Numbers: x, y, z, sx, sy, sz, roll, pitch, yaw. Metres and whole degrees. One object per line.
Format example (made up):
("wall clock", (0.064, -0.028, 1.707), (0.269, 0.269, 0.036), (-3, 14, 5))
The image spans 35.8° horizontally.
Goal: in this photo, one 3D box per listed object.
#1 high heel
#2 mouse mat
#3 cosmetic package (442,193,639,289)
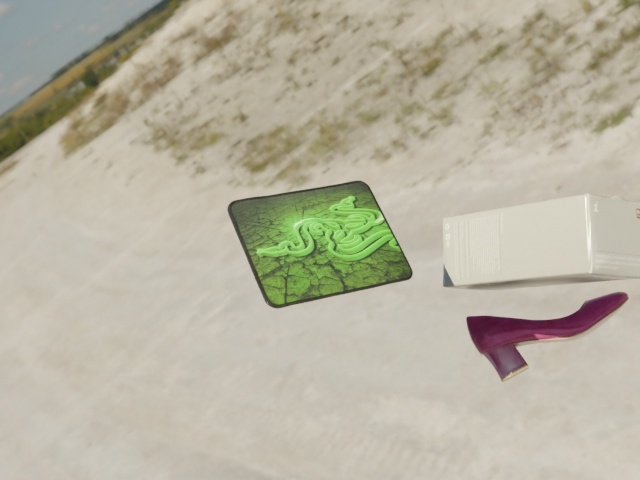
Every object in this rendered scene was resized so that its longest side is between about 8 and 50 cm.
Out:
("high heel", (0.353, 0.115, 1.548), (0.244, 0.117, 0.082), (-31, -16, 4))
("mouse mat", (0.000, 0.000, 1.151), (0.190, 0.152, 0.007), (-10, -32, -25))
("cosmetic package", (0.279, 0.007, 1.248), (0.127, 0.107, 0.238), (5, -6, -37))
